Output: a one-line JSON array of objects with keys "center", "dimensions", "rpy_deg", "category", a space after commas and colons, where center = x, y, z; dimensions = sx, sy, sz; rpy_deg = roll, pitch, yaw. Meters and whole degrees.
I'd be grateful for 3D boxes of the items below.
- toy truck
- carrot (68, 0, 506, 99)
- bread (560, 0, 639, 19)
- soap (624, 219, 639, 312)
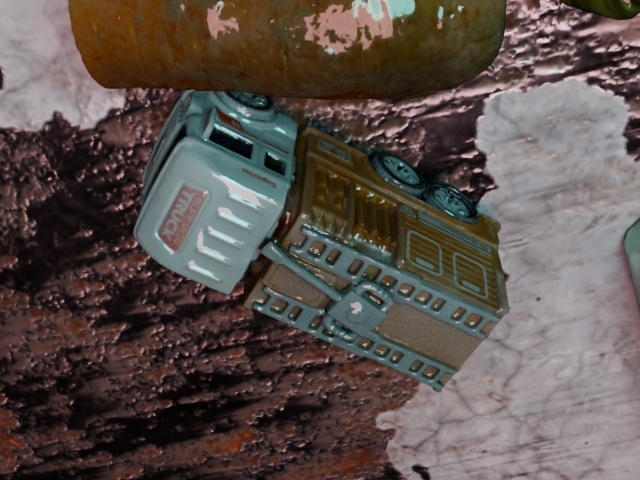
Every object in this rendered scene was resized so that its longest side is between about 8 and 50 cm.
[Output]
[{"center": [0.000, 0.000, 0.676], "dimensions": [0.305, 0.162, 0.136], "rpy_deg": [25, 120, -14], "category": "toy truck"}, {"center": [-0.020, -0.162, 0.594], "dimensions": [0.302, 0.139, 0.139], "rpy_deg": [-6, 122, 6], "category": "carrot"}, {"center": [0.205, -0.306, 0.439], "dimensions": [0.208, 0.251, 0.376], "rpy_deg": [-16, 120, -9], "category": "bread"}, {"center": [0.413, 0.080, 0.751], "dimensions": [0.208, 0.115, 0.347], "rpy_deg": [-18, 120, 11], "category": "soap"}]
